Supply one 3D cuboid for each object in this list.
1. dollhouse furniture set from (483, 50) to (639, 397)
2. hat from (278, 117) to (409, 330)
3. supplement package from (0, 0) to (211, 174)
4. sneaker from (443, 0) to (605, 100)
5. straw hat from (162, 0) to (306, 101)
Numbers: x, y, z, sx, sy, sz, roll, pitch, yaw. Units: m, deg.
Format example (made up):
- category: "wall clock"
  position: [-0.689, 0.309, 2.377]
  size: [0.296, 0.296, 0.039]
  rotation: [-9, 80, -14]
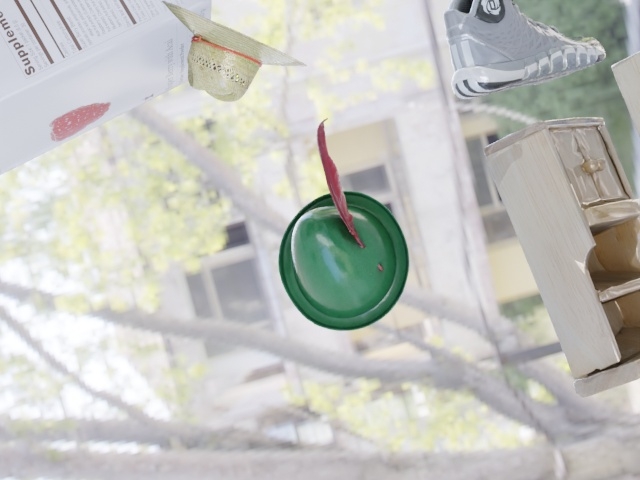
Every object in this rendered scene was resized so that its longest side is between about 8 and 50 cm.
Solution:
- category: "dollhouse furniture set"
  position: [0.388, -0.048, 1.273]
  size: [0.362, 0.394, 0.257]
  rotation: [-10, -102, -57]
- category: "hat"
  position: [0.000, 0.000, 1.708]
  size: [0.209, 0.173, 0.183]
  rotation: [66, -169, 16]
- category: "supplement package"
  position: [-0.283, -0.217, 1.467]
  size: [0.175, 0.293, 0.177]
  rotation: [58, 166, 13]
- category: "sneaker"
  position: [0.214, -0.232, 1.485]
  size: [0.086, 0.228, 0.132]
  rotation: [-17, 90, 46]
- category: "straw hat"
  position: [-0.088, -0.157, 1.244]
  size: [0.144, 0.144, 0.061]
  rotation: [-129, 62, -81]
